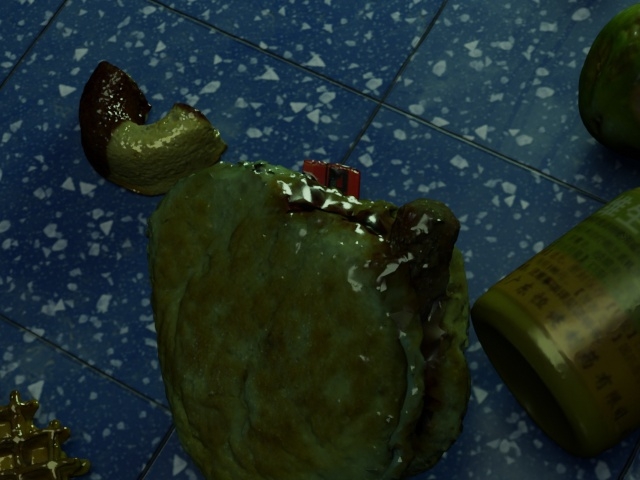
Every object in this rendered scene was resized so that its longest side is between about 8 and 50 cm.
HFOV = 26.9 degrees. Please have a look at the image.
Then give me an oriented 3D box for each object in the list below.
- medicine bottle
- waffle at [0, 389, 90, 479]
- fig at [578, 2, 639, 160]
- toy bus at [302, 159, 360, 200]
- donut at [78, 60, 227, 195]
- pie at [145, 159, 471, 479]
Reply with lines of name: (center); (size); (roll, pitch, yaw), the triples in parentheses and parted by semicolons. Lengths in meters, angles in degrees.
medicine bottle: (0.382, 0.054, 1.514); (0.384, 0.224, 0.224); (-34, 65, -9)
waffle: (-0.415, 0.320, 1.605); (0.259, 0.069, 0.293); (25, 69, 17)
fig: (0.459, -0.166, 1.649); (0.275, 0.206, 0.206); (21, 67, -12)
toy bus: (0.000, 0.000, 1.682); (0.089, 0.081, 0.195); (5, 65, 1)
donut: (-0.243, -0.147, 1.784); (0.217, 0.085, 0.141); (25, 71, 17)
pie: (-0.034, 0.110, 1.535); (0.418, 0.180, 0.395); (8, 94, 30)
